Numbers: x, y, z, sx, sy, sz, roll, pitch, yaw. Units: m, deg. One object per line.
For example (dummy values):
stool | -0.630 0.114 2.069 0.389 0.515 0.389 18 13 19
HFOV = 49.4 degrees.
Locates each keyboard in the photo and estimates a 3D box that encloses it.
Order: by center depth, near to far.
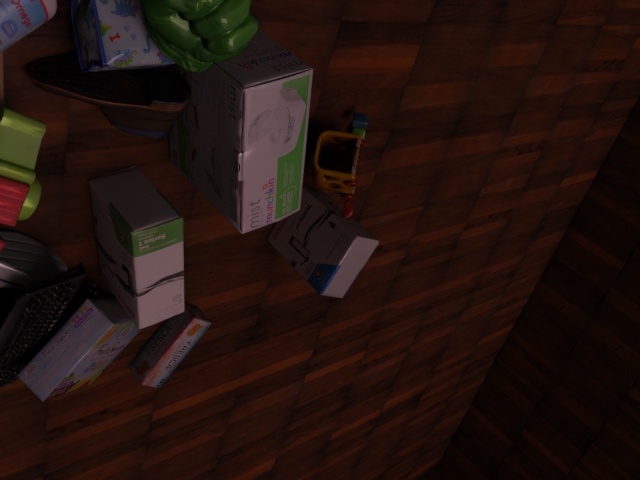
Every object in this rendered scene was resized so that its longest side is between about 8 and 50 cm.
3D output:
keyboard | -0.454 0.144 1.145 0.317 0.033 0.201 -47 172 36

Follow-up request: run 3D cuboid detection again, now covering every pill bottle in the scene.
pill bottle | -0.366 -0.276 0.804 0.160 0.087 0.087 -45 148 -20

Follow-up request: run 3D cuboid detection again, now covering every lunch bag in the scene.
lunch bag | -0.264 -0.309 0.939 0.129 0.096 0.151 -17 107 -39

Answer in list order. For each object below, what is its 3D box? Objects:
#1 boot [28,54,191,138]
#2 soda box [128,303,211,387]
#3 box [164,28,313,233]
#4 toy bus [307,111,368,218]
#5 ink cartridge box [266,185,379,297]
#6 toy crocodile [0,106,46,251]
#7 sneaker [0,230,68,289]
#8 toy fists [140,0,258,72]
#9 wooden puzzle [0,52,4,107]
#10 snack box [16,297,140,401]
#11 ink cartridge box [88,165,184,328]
boot | -0.306 -0.196 1.006 0.219 0.082 0.106 6 147 -24
soda box | -0.313 0.218 1.452 0.183 0.058 0.063 -50 147 5
box | -0.136 -0.186 1.082 0.127 0.231 0.262 -24 139 -31
toy bus | 0.028 -0.150 1.418 0.191 0.104 0.202 -79 179 -58
ink cartridge box | 0.000 0.000 1.454 0.086 0.203 0.148 11 115 -50
toy crocodile | -0.450 -0.008 0.900 0.115 0.105 0.340 28 88 -50
sneaker | -0.504 0.038 1.041 0.091 0.094 0.258 -40 146 20
toy fists | -0.203 -0.320 0.839 0.142 0.279 0.096 -28 -149 50
wooden puzzle | -0.499 -0.196 0.838 0.221 0.044 0.238 -16 131 -39
snack box | -0.408 0.184 1.226 0.174 0.070 0.207 -47 176 -2
ink cartridge box | -0.303 0.014 1.161 0.093 0.160 0.219 -22 138 -32
